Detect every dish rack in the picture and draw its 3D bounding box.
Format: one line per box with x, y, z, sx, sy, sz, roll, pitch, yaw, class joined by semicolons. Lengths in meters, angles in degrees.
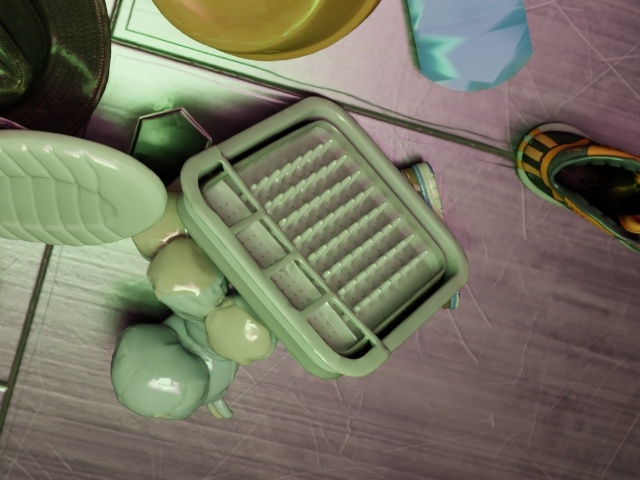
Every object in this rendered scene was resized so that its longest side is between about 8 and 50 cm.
0.000;0.000;1.536;0.285;0.333;0.072;49;127;4;dish rack

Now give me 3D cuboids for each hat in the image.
-0.383;-0.215;1.503;0.331;0.134;0.331;-3;105;-10;hat

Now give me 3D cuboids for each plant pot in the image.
-0.068;-0.311;1.452;0.290;0.203;0.291;4;111;9;plant pot

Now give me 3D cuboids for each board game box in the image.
0.170;-0.258;1.644;0.133;0.033;0.169;-13;103;-1;board game box

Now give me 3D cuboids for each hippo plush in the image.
-0.143;0.074;1.613;0.234;0.294;0.236;49;119;9;hippo plush

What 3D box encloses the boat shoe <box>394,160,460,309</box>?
0.120;0.000;1.696;0.066;0.066;0.183;-15;98;-1;boat shoe

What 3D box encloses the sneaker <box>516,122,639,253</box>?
0.391;-0.032;1.669;0.321;0.180;0.125;17;102;-14;sneaker

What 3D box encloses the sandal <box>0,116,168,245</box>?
-0.359;-0.080;1.502;0.416;0.102;0.169;1;144;15;sandal
